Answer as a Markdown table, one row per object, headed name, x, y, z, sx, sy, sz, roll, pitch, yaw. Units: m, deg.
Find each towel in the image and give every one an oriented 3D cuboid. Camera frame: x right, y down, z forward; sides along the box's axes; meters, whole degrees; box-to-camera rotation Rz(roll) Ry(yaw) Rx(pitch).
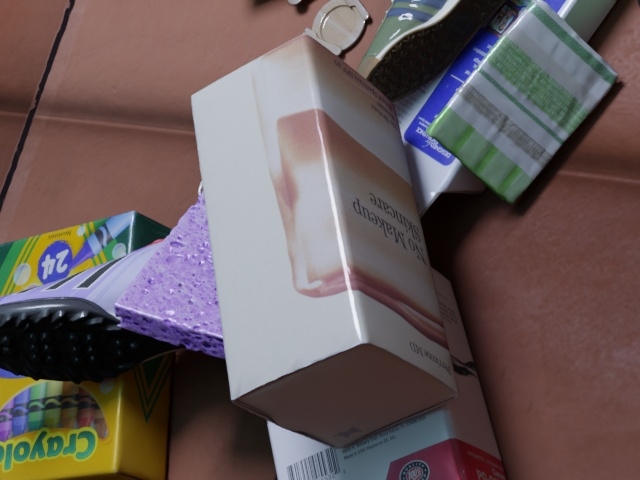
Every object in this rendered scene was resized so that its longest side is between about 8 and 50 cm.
| name | x | y | z | sx | sy | sz | roll | pitch | yaw |
| --- | --- | --- | --- | --- | --- | --- | --- | --- | --- |
| towel | 0.176 | -0.121 | 1.269 | 0.152 | 0.113 | 0.023 | -50 | 22 | 3 |

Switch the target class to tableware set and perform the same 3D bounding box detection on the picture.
| name | x | y | z | sx | sy | sz | roll | pitch | yaw |
| --- | --- | --- | --- | --- | --- | --- | --- | --- | --- |
| tableware set | 0.027 | -0.278 | 1.490 | 0.168 | 0.020 | 0.141 | -46 | 53 | 11 |

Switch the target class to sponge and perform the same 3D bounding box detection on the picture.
| name | x | y | z | sx | sy | sz | roll | pitch | yaw |
| --- | --- | --- | --- | --- | --- | --- | --- | --- | --- |
| sponge | -0.085 | 0.016 | 1.318 | 0.117 | 0.031 | 0.210 | 16 | 45 | 19 |

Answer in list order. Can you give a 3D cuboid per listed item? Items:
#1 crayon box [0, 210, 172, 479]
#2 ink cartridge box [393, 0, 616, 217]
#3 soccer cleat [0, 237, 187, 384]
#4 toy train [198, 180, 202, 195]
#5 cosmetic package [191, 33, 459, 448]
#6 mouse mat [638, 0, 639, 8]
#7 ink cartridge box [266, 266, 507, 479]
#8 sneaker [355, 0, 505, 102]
| name | x | y | z | sx | sy | sz | roll | pitch | yaw |
| --- | --- | --- | --- | --- | --- | --- | --- | --- | --- |
| crayon box | -0.252 | 0.147 | 1.472 | 0.203 | 0.083 | 0.322 | -13 | 65 | 30 |
| ink cartridge box | 0.139 | -0.169 | 1.343 | 0.165 | 0.065 | 0.332 | 39 | 94 | 38 |
| soccer cleat | -0.172 | 0.054 | 1.376 | 0.318 | 0.108 | 0.116 | -9 | 46 | -5 |
| toy train | -0.043 | -0.090 | 1.450 | 0.125 | 0.046 | 0.166 | 33 | 88 | 40 |
| cosmetic package | 0.000 | 0.000 | 1.190 | 0.129 | 0.153 | 0.296 | -26 | 57 | 24 |
| mouse mat | 0.343 | -0.193 | 1.213 | 0.153 | 0.007 | 0.189 | -29 | 42 | 29 |
| ink cartridge box | 0.048 | 0.152 | 1.251 | 0.172 | 0.100 | 0.237 | -26 | 58 | 23 |
| sneaker | 0.097 | -0.212 | 1.315 | 0.192 | 0.064 | 0.086 | -43 | 45 | 12 |
